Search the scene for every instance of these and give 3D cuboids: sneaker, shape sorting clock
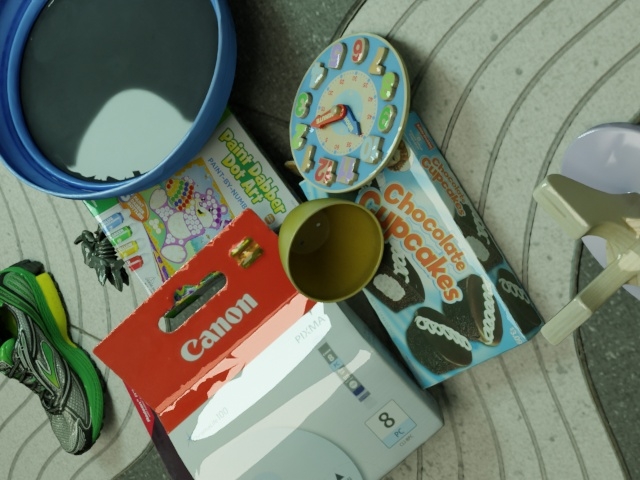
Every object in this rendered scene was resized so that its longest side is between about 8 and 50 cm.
[{"bbox_3d":[-0.486,0.214,1.990,0.134,0.146,0.343,-22,96,40],"label":"sneaker"},{"bbox_3d":[0.031,-0.160,1.469,0.206,0.040,0.206,-8,79,46],"label":"shape sorting clock"},{"bbox_3d":[-0.018,-0.111,1.589,0.032,0.037,0.083,36,158,-24],"label":"sneaker"}]

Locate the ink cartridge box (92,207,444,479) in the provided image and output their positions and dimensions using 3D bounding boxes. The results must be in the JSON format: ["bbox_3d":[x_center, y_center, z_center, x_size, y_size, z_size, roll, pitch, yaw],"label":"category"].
[{"bbox_3d":[-0.074,0.198,1.565,0.308,0.091,0.385,-42,100,10],"label":"ink cartridge box"}]

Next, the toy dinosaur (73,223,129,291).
[{"bbox_3d":[-0.248,-0.054,1.733,0.322,0.164,0.218,44,114,35],"label":"toy dinosaur"}]

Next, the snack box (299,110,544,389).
[{"bbox_3d":[0.127,0.016,1.514,0.187,0.060,0.322,-32,88,40],"label":"snack box"}]

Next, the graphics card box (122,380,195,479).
[{"bbox_3d":[-0.123,0.238,1.770,0.371,0.094,0.232,-21,96,38],"label":"graphics card box"}]

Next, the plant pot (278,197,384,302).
[{"bbox_3d":[0.000,0.000,1.492,0.095,0.134,0.134,-142,46,-57],"label":"plant pot"}]

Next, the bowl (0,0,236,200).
[{"bbox_3d":[-0.290,-0.242,1.592,0.391,0.077,0.391,-4,81,22],"label":"bowl"}]

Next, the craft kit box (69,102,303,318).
[{"bbox_3d":[-0.185,-0.063,1.623,0.247,0.061,0.250,-38,79,4],"label":"craft kit box"}]

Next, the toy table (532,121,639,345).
[{"bbox_3d":[0.351,0.006,1.282,0.274,0.161,0.252,38,127,16],"label":"toy table"}]
